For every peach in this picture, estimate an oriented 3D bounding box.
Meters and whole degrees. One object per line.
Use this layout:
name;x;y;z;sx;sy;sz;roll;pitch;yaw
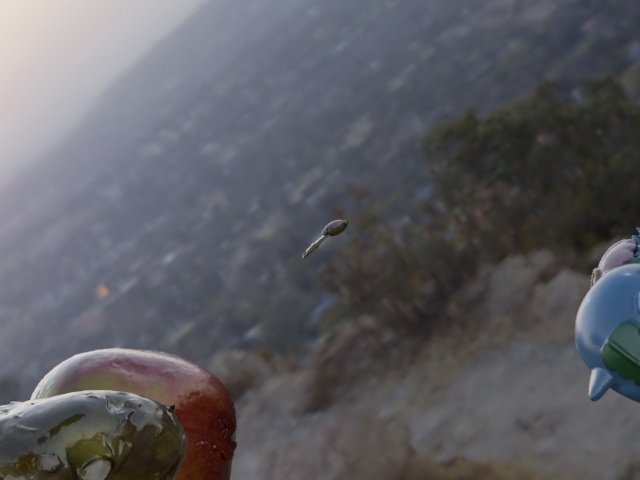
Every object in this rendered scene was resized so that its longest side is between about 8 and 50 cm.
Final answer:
peach;-0.193;0.210;1.652;0.231;0.231;0.231;-38;8;6

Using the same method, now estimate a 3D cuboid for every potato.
potato;-0.240;0.198;1.229;0.296;0.141;0.191;-24;-13;9

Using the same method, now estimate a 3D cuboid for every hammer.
hammer;0.000;0.000;1.655;0.029;0.014;0.123;-23;-6;-20

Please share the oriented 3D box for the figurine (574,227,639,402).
figurine;0.252;0.057;1.168;0.114;0.144;0.178;-51;10;23
